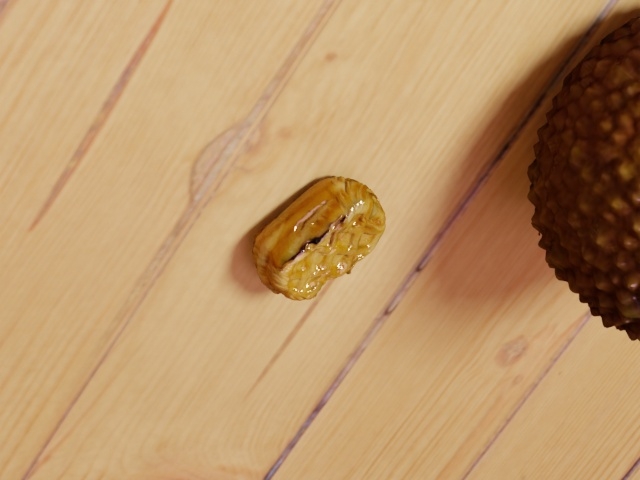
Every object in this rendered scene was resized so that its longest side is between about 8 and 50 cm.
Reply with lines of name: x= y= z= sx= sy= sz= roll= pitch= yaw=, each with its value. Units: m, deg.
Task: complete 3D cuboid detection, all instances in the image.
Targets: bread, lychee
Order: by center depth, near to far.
bread: x=0.000 y=0.000 z=1.379 sx=0.111 sy=0.044 sz=0.083 roll=-38 pitch=143 yaw=-4
lychee: x=0.296 y=-0.044 z=1.403 sx=0.267 sy=0.267 sz=0.267 roll=-21 pitch=138 yaw=-20
